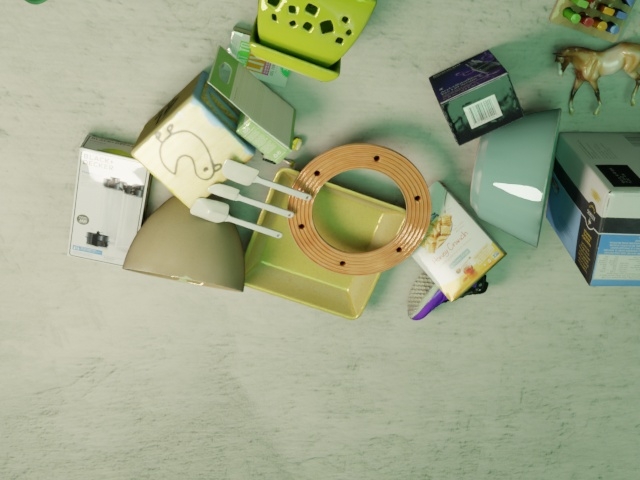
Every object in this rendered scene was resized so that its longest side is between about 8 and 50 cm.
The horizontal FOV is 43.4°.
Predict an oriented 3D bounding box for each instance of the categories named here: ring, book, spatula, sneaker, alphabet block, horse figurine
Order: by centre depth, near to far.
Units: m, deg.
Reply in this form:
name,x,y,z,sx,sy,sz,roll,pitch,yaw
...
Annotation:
name,x,y,z,sx,sy,sz,roll,pitch,yaw
alphabet block,-0.272,-0.224,1.781,0.197,0.193,0.192,-40,110,18
book,-0.135,-0.406,1.782,0.144,0.035,0.096,14,121,-9
spatula,-0.151,-0.084,1.787,0.242,0.019,0.168,18,120,-37
horse figurine,0.652,-0.375,1.789,0.263,0.066,0.175,-11,122,8
ring,0.089,-0.070,1.867,0.336,0.032,0.337,0,118,0
sneaker,0.342,0.108,2.009,0.146,0.102,0.293,30,113,-16

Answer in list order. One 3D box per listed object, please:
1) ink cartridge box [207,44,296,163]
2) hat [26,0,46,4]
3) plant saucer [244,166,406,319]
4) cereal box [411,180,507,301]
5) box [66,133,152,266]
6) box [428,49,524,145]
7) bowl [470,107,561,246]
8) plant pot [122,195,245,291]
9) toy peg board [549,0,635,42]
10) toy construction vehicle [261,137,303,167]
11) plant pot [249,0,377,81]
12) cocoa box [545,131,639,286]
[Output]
name,x,y,z,sx,sy,sz,roll,pitch,yaw
ink cartridge box,-0.156,-0.295,1.741,0.235,0.171,0.056,36,123,-25
hat,-0.518,-0.566,1.697,0.208,0.183,0.173,35,111,28
plant saucer,0.000,0.000,1.962,0.332,0.081,0.333,19,116,-10
cereal box,0.299,0.001,1.914,0.173,0.047,0.240,-46,73,19
box,-0.497,-0.089,1.904,0.169,0.087,0.290,13,116,-8
box,0.332,-0.311,1.736,0.153,0.207,0.108,-24,115,10
bowl,0.431,-0.151,1.796,0.163,0.311,0.312,11,118,15
plant pot,-0.301,0.002,1.879,0.284,0.284,0.191,12,84,-7
toy peg board,0.601,-0.514,1.709,0.160,0.079,0.161,16,116,-8
toy construction vehicle,-0.097,-0.221,1.877,0.098,0.035,0.086,17,105,-12
plant pot,-0.027,-0.467,1.648,0.227,0.228,0.207,17,123,-10
cocoa box,0.668,-0.075,1.783,0.231,0.347,0.228,0,118,-2
